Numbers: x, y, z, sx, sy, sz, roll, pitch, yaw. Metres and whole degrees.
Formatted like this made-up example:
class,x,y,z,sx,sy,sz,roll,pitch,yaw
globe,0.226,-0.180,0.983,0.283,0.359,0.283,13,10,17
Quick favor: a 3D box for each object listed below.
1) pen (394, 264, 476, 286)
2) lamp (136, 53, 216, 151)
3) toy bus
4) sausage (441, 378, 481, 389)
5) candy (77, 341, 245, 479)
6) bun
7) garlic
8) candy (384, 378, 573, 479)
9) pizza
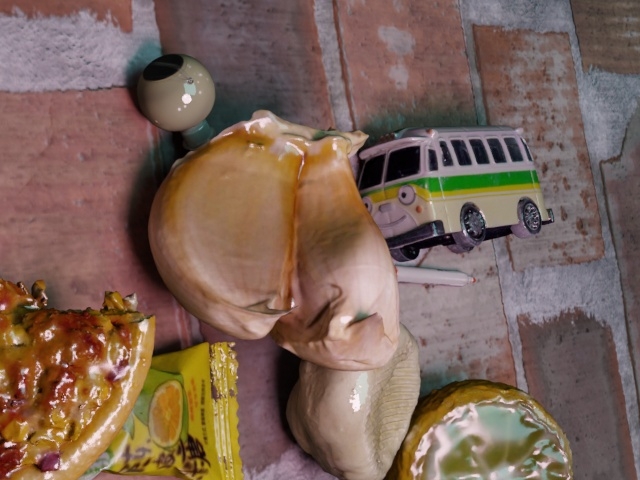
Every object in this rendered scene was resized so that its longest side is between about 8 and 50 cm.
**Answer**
class,x,y,z,sx,sy,sz,roll,pitch,yaw
pen,0.159,0.051,1.957,0.218,0.026,0.026,6,78,-48
lamp,-0.153,-0.143,1.609,0.091,0.091,0.163,-64,143,-35
toy bus,0.181,-0.073,1.921,0.305,0.143,0.179,-8,85,-49
sausage,0.240,0.354,1.935,0.093,0.093,0.312,-34,107,-47
candy,-0.199,0.197,1.471,0.297,0.081,0.187,8,73,-45
bun,0.035,0.196,1.702,0.231,0.133,0.231,8,90,-69
garlic,-0.036,0.013,1.557,0.286,0.249,0.313,23,50,-43
candy,0.211,0.311,1.819,0.260,0.118,0.260,0,91,-15
pizza,-0.297,0.134,1.328,0.229,0.081,0.289,45,76,-3
